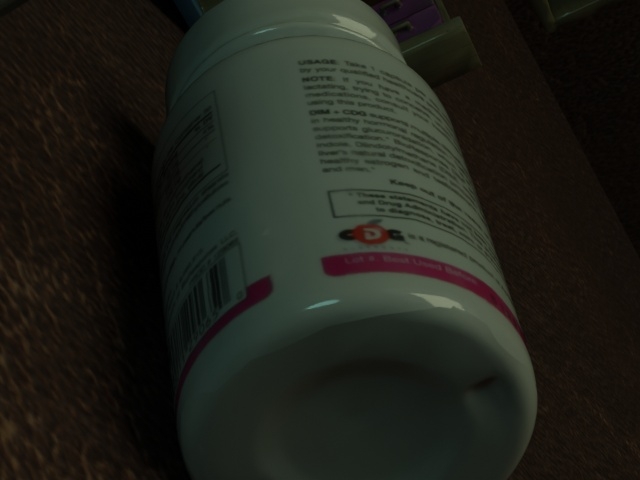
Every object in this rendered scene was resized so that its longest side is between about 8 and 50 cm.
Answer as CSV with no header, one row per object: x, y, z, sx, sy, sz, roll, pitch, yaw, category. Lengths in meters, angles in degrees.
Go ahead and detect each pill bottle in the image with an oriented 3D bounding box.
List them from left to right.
0.000,0.000,0.907,0.160,0.160,0.283,47,19,-35,pill bottle

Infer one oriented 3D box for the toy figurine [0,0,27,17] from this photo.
-0.192,-0.169,0.693,0.209,0.148,0.213,48,15,-52,toy figurine

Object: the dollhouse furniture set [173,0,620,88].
0.020,-0.265,1.241,0.303,0.286,0.198,57,10,-52,dollhouse furniture set
